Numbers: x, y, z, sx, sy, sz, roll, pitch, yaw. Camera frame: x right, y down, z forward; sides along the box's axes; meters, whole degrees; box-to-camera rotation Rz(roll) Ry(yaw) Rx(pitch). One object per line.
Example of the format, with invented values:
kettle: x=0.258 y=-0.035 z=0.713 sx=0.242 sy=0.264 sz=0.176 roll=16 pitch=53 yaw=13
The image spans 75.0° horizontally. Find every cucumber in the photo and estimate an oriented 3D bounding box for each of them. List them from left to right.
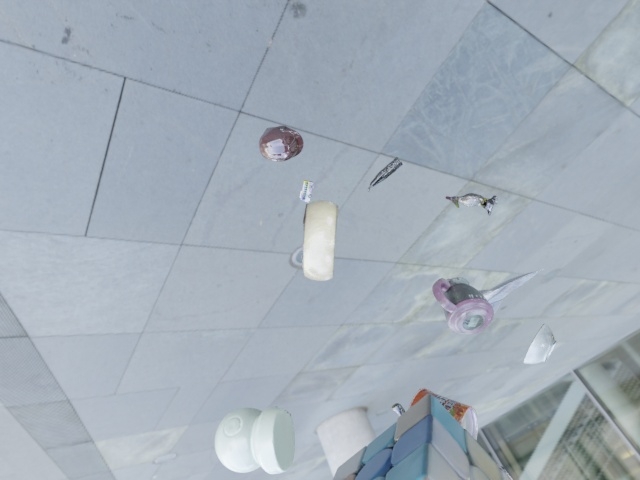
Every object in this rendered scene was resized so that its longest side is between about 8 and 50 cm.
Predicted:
cucumber: x=0.231 y=-0.244 z=1.535 sx=0.163 sy=0.039 sz=0.043 roll=-39 pitch=131 yaw=0

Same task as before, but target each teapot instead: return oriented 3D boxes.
teapot: x=0.357 y=0.164 z=1.090 sx=0.148 sy=0.146 sz=0.116 roll=0 pitch=124 yaw=-6

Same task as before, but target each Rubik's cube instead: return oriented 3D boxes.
Rubik's cube: x=0.219 y=0.604 z=0.855 sx=0.344 sy=0.347 sz=0.346 roll=-47 pitch=170 yaw=14

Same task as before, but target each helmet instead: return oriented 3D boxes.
helmet: x=-0.116 y=-0.260 z=1.154 sx=0.123 sy=0.070 sz=0.098 roll=7 pitch=133 yaw=20

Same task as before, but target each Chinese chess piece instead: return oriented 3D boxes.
Chinese chess piece: x=0.000 y=0.000 z=1.296 sx=0.103 sy=0.249 sz=0.249 roll=3 pitch=141 yaw=2

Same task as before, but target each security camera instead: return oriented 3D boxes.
security camera: x=-0.214 y=0.623 z=1.298 sx=0.236 sy=0.194 sz=0.194 roll=-13 pitch=147 yaw=16

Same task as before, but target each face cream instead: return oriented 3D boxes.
face cream: x=0.749 y=0.238 z=1.791 sx=0.235 sy=0.137 sz=0.420 roll=-18 pitch=159 yaw=-15

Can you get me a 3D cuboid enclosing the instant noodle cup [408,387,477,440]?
instant noodle cup: x=0.459 y=0.696 z=1.556 sx=0.192 sy=0.250 sz=0.250 roll=0 pitch=162 yaw=39

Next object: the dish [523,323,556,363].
dish: x=0.873 y=0.420 z=1.639 sx=0.191 sy=0.066 sz=0.190 roll=-28 pitch=132 yaw=-36

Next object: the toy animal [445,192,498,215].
toy animal: x=0.576 y=-0.148 z=1.578 sx=0.202 sy=0.105 sz=0.070 roll=5 pitch=114 yaw=7

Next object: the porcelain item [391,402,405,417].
porcelain item: x=0.311 y=0.628 z=1.387 sx=0.081 sy=0.215 sz=0.069 roll=-41 pitch=-179 yaw=38

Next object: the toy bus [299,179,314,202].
toy bus: x=-0.068 y=-0.239 z=2.033 sx=0.058 sy=0.052 sz=0.102 roll=10 pitch=103 yaw=-9
